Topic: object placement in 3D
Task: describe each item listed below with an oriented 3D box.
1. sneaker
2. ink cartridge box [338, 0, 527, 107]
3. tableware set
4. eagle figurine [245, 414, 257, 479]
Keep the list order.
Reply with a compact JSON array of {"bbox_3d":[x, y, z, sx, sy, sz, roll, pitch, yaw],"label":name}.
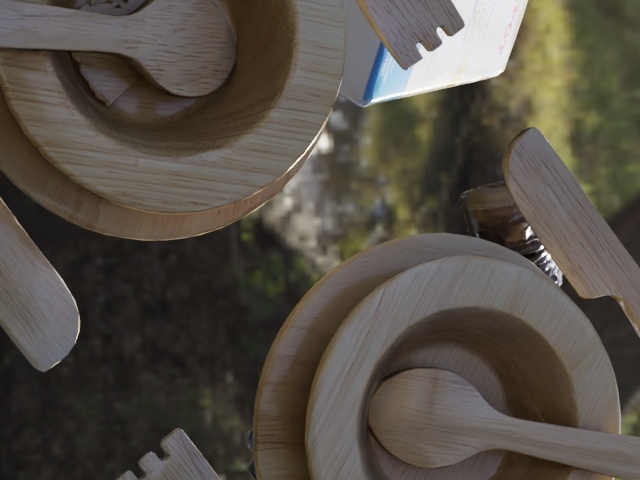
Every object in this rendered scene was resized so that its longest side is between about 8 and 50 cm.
[{"bbox_3d":[0.126,0.005,1.100,0.188,0.066,0.071,30,47,-78],"label":"sneaker"},{"bbox_3d":[0.031,-0.200,1.147,0.233,0.168,0.171,-18,130,-63],"label":"ink cartridge box"},{"bbox_3d":[0.000,0.000,0.383,0.194,0.128,0.039,53,-17,-13],"label":"tableware set"},{"bbox_3d":[0.058,0.263,1.372,0.226,0.298,0.225,-58,166,-29],"label":"eagle figurine"}]
